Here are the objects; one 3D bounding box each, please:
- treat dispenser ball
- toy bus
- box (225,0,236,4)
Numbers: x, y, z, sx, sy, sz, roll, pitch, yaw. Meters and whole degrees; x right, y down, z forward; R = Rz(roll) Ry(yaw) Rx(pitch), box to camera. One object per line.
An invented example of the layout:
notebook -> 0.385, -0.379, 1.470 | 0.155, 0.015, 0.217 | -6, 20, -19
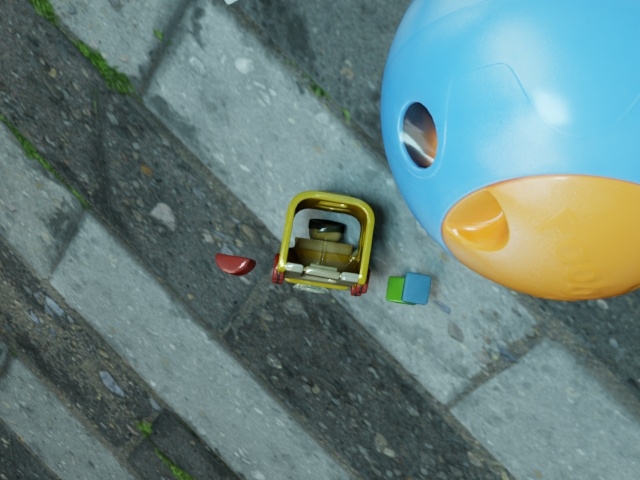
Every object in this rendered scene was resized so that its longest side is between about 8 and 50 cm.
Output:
treat dispenser ball -> 0.188, -0.099, 1.059 | 0.288, 0.288, 0.288 | 28, 140, 26
toy bus -> 0.006, 0.000, 1.504 | 0.202, 0.191, 0.104 | 6, 84, 43
box -> -0.056, -0.287, 1.296 | 0.087, 0.102, 0.101 | -16, 110, 50
